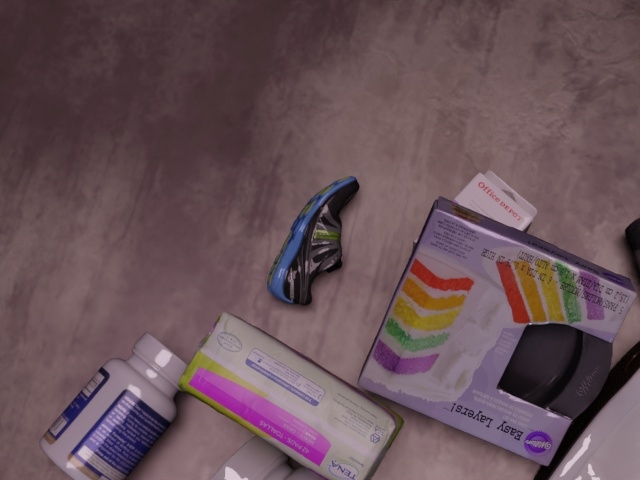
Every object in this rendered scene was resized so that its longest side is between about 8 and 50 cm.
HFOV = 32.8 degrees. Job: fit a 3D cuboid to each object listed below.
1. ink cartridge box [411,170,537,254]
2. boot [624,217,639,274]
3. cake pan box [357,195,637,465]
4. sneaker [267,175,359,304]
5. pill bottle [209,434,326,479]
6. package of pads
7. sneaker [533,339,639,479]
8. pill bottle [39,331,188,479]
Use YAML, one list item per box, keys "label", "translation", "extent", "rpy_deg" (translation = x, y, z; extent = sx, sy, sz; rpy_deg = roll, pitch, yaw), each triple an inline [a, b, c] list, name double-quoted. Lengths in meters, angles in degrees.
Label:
- label: "ink cartridge box"
  translation: [0.197, -0.008, 1.383]
  extent: [0.092, 0.090, 0.143]
  rpy_deg: [43, 81, 12]
- label: "boot"
  translation: [0.565, 0.044, 1.353]
  extent: [0.338, 0.118, 0.222]
  rpy_deg: [-17, 77, 9]
- label: "cake pan box"
  translation: [0.210, 0.112, 1.296]
  extent: [0.267, 0.070, 0.245]
  rpy_deg: [24, 108, 1]
- label: "sneaker"
  translation: [0.000, 0.000, 1.412]
  extent: [0.078, 0.067, 0.188]
  rpy_deg: [31, 76, -11]
- label: "pill bottle"
  translation: [-0.001, 0.368, 1.250]
  extent: [0.301, 0.169, 0.169]
  rpy_deg: [42, 80, 12]
- label: "package of pads"
  translation: [-0.027, 0.184, 1.234]
  extent: [0.229, 0.296, 0.101]
  rpy_deg: [30, 84, 10]
- label: "sneaker"
  translation: [0.380, 0.223, 1.295]
  extent: [0.123, 0.106, 0.290]
  rpy_deg: [35, 101, 4]
- label: "pill bottle"
  translation: [-0.242, 0.209, 1.333]
  extent: [0.112, 0.112, 0.186]
  rpy_deg: [38, 80, 12]
